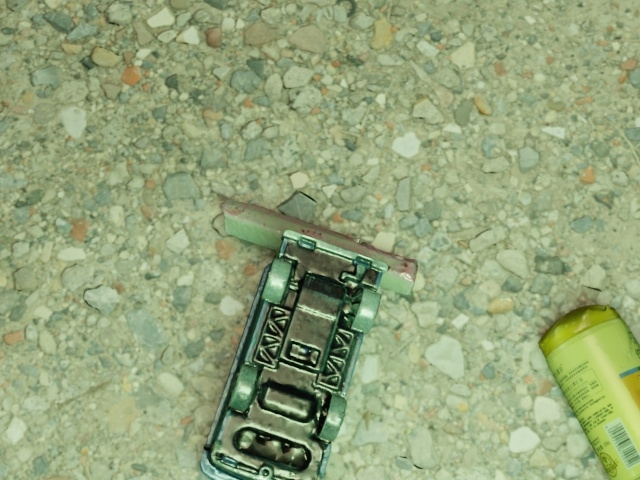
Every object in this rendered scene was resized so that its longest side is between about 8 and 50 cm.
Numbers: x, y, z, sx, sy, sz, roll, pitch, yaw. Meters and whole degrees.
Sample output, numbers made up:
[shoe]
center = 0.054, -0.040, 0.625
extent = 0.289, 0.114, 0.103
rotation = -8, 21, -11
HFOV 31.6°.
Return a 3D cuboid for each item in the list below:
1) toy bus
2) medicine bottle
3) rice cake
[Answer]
[toy bus]
center = -0.035, 0.165, 1.442
extent = 0.152, 0.190, 0.312
rotation = 19, 70, -4
[medicine bottle]
center = 0.376, 0.195, 1.439
extent = 0.124, 0.124, 0.239
rotation = -22, 67, -4
[rice cake]
center = 0.001, 0.001, 1.569
extent = 0.290, 0.081, 0.051
rotation = 20, 115, 12
